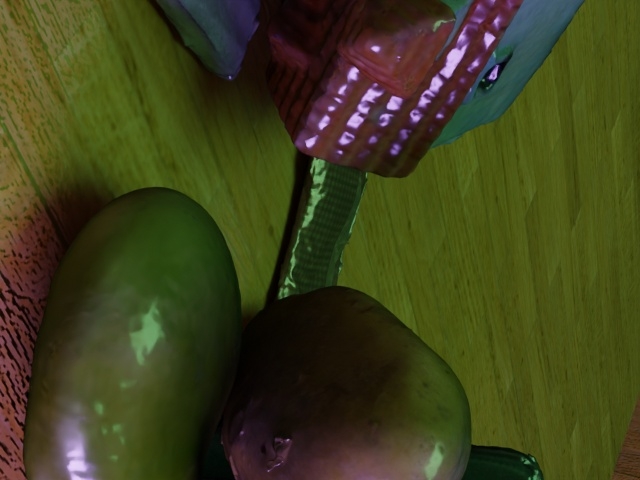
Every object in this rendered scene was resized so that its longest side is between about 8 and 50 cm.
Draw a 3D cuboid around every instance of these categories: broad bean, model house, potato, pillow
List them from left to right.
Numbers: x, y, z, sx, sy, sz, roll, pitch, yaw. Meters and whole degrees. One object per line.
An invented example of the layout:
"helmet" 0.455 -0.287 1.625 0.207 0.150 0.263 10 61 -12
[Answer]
"broad bean" -0.135 0.103 0.988 0.238 0.119 0.291 -30 130 -67
"pillow" 0.001 0.001 1.359 0.135 0.034 0.211 9 94 -68
"potato" 0.003 0.134 1.056 0.141 0.296 0.192 27 98 -26
"model house" 0.043 -0.191 1.084 0.329 0.251 0.295 -41 166 -54

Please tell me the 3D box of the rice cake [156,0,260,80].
"rice cake" -0.093 -0.220 1.042 0.211 0.038 0.124 44 60 -63

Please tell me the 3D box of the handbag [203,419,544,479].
"handbag" 0.030 0.284 1.196 0.089 0.326 0.239 -69 158 -56

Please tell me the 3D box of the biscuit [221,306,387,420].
"biscuit" -0.009 0.194 1.385 0.283 0.064 0.432 -62 151 -15
